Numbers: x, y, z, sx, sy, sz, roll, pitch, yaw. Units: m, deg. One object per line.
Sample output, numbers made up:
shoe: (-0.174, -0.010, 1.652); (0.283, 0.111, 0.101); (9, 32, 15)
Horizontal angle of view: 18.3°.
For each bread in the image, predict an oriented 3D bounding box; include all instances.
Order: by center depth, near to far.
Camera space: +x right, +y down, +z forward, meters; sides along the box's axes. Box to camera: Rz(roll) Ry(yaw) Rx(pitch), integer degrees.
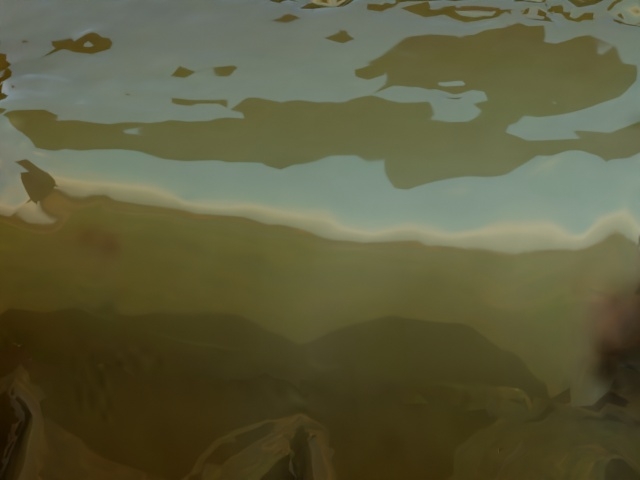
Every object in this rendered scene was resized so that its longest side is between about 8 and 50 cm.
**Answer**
bread: (0.000, 0.000, 0.491); (0.270, 0.315, 0.211); (3, -54, 16)
